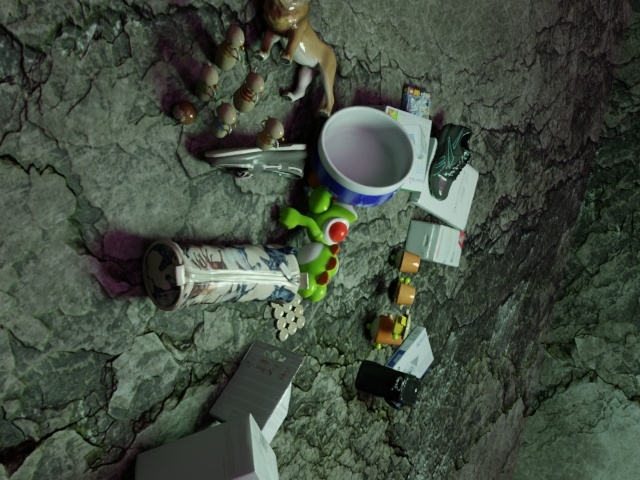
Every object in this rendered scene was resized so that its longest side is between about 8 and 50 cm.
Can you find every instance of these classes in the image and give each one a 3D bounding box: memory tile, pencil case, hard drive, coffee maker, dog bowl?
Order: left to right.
[{"bbox_3d":[-0.222,0.080,1.615,0.410,0.183,0.160,3,79,-49],"label":"pencil case"},{"bbox_3d":[-0.092,0.200,1.931,0.113,0.012,0.148,-34,122,-41],"label":"memory tile"},{"bbox_3d":[0.115,-0.226,1.844,0.265,0.264,0.104,-51,175,-29],"label":"dog bowl"},{"bbox_3d":[0.214,0.454,2.224,0.120,0.178,0.171,-57,138,-27],"label":"coffee maker"},{"bbox_3d":[0.449,-0.195,2.452,0.353,0.047,0.233,23,81,-50],"label":"hard drive"}]

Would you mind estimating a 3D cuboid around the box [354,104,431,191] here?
[{"bbox_3d":[0.209,-0.276,2.090,0.261,0.126,0.231,4,93,-51],"label":"box"}]

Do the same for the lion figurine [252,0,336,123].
[{"bbox_3d":[-0.042,-0.501,1.754,0.392,0.142,0.240,56,48,-57],"label":"lion figurine"}]

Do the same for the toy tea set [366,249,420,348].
[{"bbox_3d":[0.234,0.190,2.244,0.200,0.124,0.336,101,2,-59],"label":"toy tea set"}]

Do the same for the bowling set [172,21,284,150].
[{"bbox_3d":[-0.216,-0.308,1.515,0.199,0.154,0.287,-29,89,-23],"label":"bowling set"}]

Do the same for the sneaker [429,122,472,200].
[{"bbox_3d":[0.441,-0.263,2.309,0.101,0.106,0.268,5,96,-51],"label":"sneaker"}]

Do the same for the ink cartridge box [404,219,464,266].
[{"bbox_3d":[0.395,0.011,2.372,0.176,0.127,0.128,14,88,-51],"label":"ink cartridge box"}]

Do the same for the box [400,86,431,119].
[{"bbox_3d":[0.313,-0.448,2.246,0.137,0.027,0.094,-1,101,-50],"label":"box"}]

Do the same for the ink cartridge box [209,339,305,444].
[{"bbox_3d":[-0.152,0.387,1.766,0.232,0.189,0.066,-54,135,-28],"label":"ink cartridge box"}]

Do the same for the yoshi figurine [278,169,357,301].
[{"bbox_3d":[-0.026,-0.002,1.881,0.203,0.203,0.362,112,-6,-64],"label":"yoshi figurine"}]

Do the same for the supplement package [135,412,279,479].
[{"bbox_3d":[-0.259,0.561,1.581,0.292,0.175,0.178,-20,124,2],"label":"supplement package"}]

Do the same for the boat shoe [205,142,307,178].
[{"bbox_3d":[-0.145,-0.187,1.700,0.335,0.112,0.096,-15,105,-51],"label":"boat shoe"}]

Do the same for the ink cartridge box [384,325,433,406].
[{"bbox_3d":[0.330,0.462,2.467,0.223,0.045,0.224,-45,130,-34],"label":"ink cartridge box"}]
